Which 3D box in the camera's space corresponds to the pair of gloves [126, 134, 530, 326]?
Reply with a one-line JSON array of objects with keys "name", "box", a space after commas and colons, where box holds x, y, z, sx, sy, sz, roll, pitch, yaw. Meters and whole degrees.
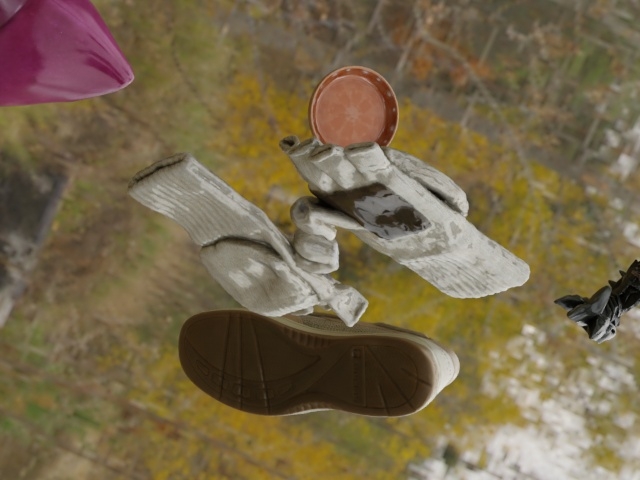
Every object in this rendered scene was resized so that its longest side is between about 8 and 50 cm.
[{"name": "pair of gloves", "box": [0.000, 0.000, 0.975, 0.240, 0.204, 0.042, -10, -129, 37]}]

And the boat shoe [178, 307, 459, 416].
[{"name": "boat shoe", "box": [-0.007, 0.144, 1.617, 0.110, 0.341, 0.121, -10, 106, -63]}]

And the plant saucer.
[{"name": "plant saucer", "box": [0.028, -0.109, 1.185, 0.083, 0.083, 0.013, -66, -157, -5]}]

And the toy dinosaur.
[{"name": "toy dinosaur", "box": [0.372, 0.052, 1.314, 0.218, 0.164, 0.322, -46, 146, 8]}]

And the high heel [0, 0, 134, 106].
[{"name": "high heel", "box": [-0.299, -0.125, 1.187, 0.127, 0.181, 0.377, -57, -166, -26]}]
